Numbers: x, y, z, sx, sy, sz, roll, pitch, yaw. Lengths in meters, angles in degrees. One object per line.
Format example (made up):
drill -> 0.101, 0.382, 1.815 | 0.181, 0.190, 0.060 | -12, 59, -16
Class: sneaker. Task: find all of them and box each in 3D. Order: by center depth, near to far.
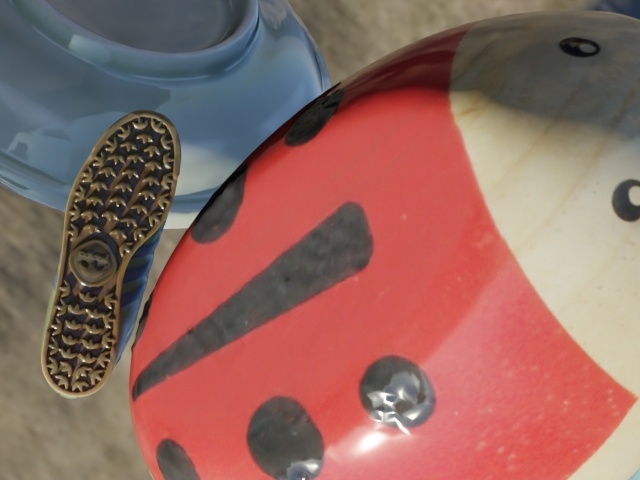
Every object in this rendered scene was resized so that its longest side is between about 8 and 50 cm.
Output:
sneaker -> -0.142, 0.012, 1.310 | 0.086, 0.064, 0.192 | 131, -25, -77

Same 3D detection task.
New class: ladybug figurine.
ladybug figurine -> 0.040, 0.037, 1.134 | 0.162, 0.305, 0.449 | 15, 136, -44

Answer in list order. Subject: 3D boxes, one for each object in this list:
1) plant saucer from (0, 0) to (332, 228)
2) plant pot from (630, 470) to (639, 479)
plant saucer -> -0.165, -0.184, 1.640 | 0.400, 0.400, 0.100 | -42, 163, -46
plant pot -> 0.196, 0.095, 1.357 | 0.290, 0.290, 0.195 | -56, 177, 31
